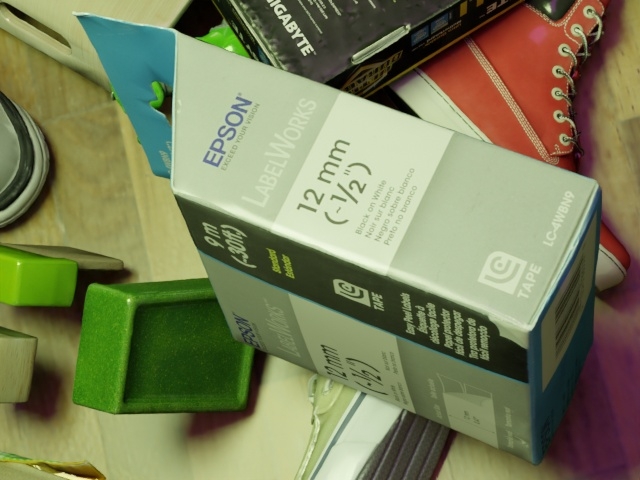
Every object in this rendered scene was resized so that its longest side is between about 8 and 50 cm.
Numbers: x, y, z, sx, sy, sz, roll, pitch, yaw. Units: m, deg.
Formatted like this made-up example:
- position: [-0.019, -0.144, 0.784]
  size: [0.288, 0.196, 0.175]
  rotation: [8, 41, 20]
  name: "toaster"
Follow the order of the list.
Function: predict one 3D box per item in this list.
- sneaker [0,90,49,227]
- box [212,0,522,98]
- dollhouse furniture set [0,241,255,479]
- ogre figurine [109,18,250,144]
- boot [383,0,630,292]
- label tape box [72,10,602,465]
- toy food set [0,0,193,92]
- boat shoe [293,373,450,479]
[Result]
- position: [-0.385, -0.144, 1.458]
  size: [0.365, 0.210, 0.137]
  rotation: [30, 83, 16]
  name: "sneaker"
- position: [0.008, -0.278, 1.403]
  size: [0.257, 0.079, 0.322]
  rotation: [-32, 75, -8]
  name: "box"
- position: [-0.183, 0.162, 1.423]
  size: [0.197, 0.151, 0.302]
  rotation: [13, 97, 34]
  name: "dollhouse furniture set"
- position: [-0.050, -0.081, 1.433]
  size: [0.197, 0.097, 0.118]
  rotation: [37, 69, 6]
  name: "ogre figurine"
- position: [0.181, -0.095, 1.407]
  size: [0.176, 0.088, 0.244]
  rotation: [-40, 69, -2]
  name: "boot"
- position: [0.000, 0.000, 1.234]
  size: [0.347, 0.249, 0.115]
  rotation: [19, 70, 15]
  name: "label tape box"
- position: [-0.137, -0.276, 1.518]
  size: [0.219, 0.092, 0.306]
  rotation: [31, 77, 19]
  name: "toy food set"
- position: [0.042, 0.108, 1.385]
  size: [0.094, 0.109, 0.302]
  rotation: [19, 72, 31]
  name: "boat shoe"
